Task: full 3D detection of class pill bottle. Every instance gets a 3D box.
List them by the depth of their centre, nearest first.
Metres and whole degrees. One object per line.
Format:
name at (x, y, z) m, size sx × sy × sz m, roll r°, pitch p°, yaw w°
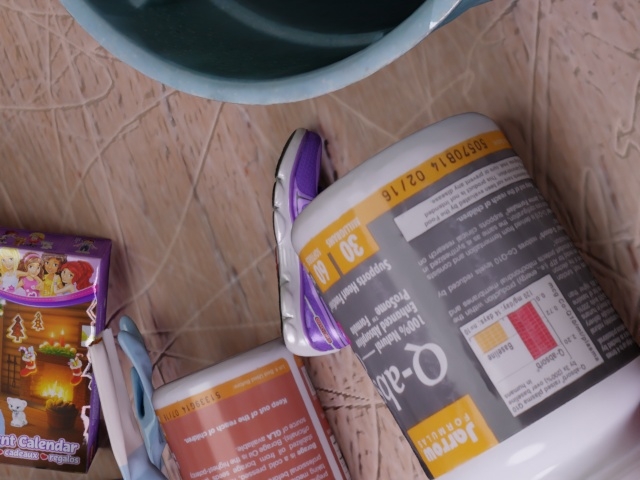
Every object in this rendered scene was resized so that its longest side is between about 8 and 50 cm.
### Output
pill bottle at (0.113, 0.069, 0.955) m, size 0.162 × 0.162 × 0.278 m, roll -37°, pitch 79°, yaw 35°
pill bottle at (-0.037, 0.193, 1.115) m, size 0.121 × 0.121 × 0.216 m, roll -24°, pitch 87°, yaw 37°

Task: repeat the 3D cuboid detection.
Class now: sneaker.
sneaker at (0.000, 0.000, 1.090) m, size 0.071 × 0.068 × 0.170 m, roll -5°, pitch 90°, yaw -2°

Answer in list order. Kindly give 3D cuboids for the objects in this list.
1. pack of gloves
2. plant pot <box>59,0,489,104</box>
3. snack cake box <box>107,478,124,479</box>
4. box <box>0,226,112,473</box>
pack of gloves at (-0.122, 0.173, 1.155) m, size 0.046 × 0.195 × 0.232 m, roll -12°, pitch 96°, yaw 3°
plant pot at (0.048, -0.263, 0.810) m, size 0.341 × 0.334 × 0.341 m, roll 9°, pitch 106°, yaw 33°
snack cake box at (-0.243, 0.303, 1.308) m, size 0.264 × 0.089 × 0.152 m, roll -13°, pitch 93°, yaw 37°
box at (-0.332, 0.083, 1.247) m, size 0.293 × 0.057 × 0.201 m, roll 6°, pitch 108°, yaw 1°
